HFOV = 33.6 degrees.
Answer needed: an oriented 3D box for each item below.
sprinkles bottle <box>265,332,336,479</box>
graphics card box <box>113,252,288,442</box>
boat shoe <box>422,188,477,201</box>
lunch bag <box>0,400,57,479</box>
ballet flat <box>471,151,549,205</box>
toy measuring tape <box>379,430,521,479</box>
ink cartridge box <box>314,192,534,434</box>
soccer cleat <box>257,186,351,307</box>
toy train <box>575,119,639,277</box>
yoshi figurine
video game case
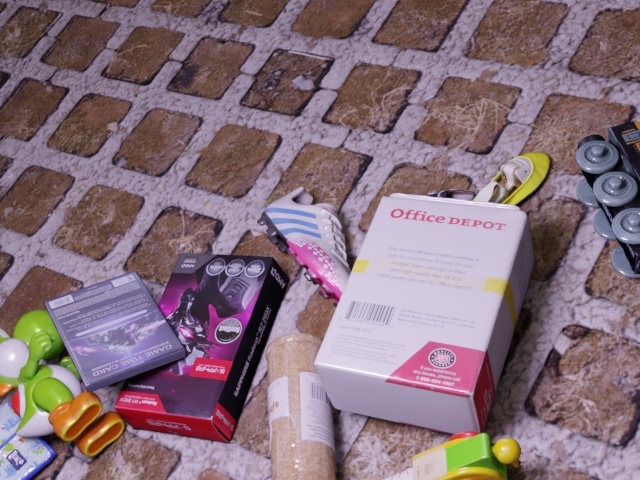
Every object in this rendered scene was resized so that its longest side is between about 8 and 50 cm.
[{"bbox_3d":[-0.033,0.338,1.858,0.121,0.121,0.355,-16,49,15],"label":"sprinkles bottle"},{"bbox_3d":[-0.229,0.199,2.084,0.233,0.094,0.370,2,55,29],"label":"graphics card box"},{"bbox_3d":[0.254,-0.082,2.097,0.125,0.038,0.046,9,60,32],"label":"boat shoe"},{"bbox_3d":[-0.616,0.419,2.112,0.129,0.096,0.151,-42,63,-12],"label":"lunch bag"},{"bbox_3d":[0.355,-0.102,2.036,0.231,0.077,0.077,-45,48,-12],"label":"ballet flat"},{"bbox_3d":[0.197,0.395,1.734,0.330,0.121,0.121,-31,43,33],"label":"toy measuring tape"},{"bbox_3d":[0.194,0.121,1.856,0.279,0.160,0.384,8,55,24],"label":"ink cartridge box"},{"bbox_3d":[0.000,0.000,2.108,0.143,0.116,0.331,-39,47,-6],"label":"soccer cleat"},{"bbox_3d":[0.575,-0.076,1.873,0.190,0.142,0.334,-17,49,2],"label":"toy train"},{"bbox_3d":[-0.531,0.253,2.114,0.362,0.203,0.203,34,116,32],"label":"yoshi figurine"},{"bbox_3d":[-0.403,0.171,2.066,0.196,0.026,0.274,-19,41,-21],"label":"video game case"}]
